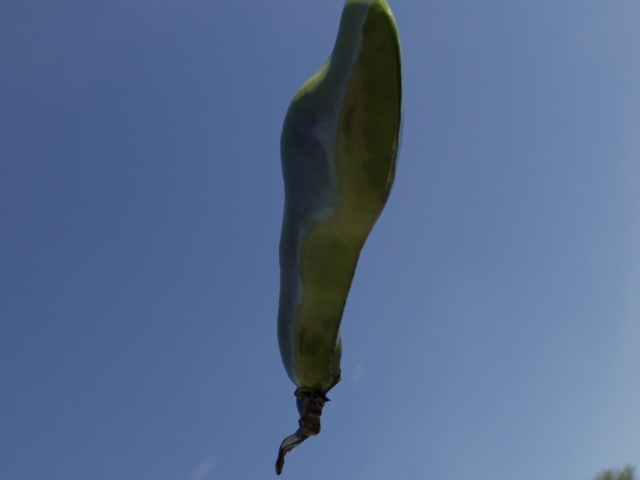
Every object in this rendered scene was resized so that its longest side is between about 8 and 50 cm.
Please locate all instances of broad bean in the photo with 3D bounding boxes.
[{"bbox_3d":[0.006,-0.002,0.522,0.067,0.075,0.325,-4,-61,-19],"label":"broad bean"}]
